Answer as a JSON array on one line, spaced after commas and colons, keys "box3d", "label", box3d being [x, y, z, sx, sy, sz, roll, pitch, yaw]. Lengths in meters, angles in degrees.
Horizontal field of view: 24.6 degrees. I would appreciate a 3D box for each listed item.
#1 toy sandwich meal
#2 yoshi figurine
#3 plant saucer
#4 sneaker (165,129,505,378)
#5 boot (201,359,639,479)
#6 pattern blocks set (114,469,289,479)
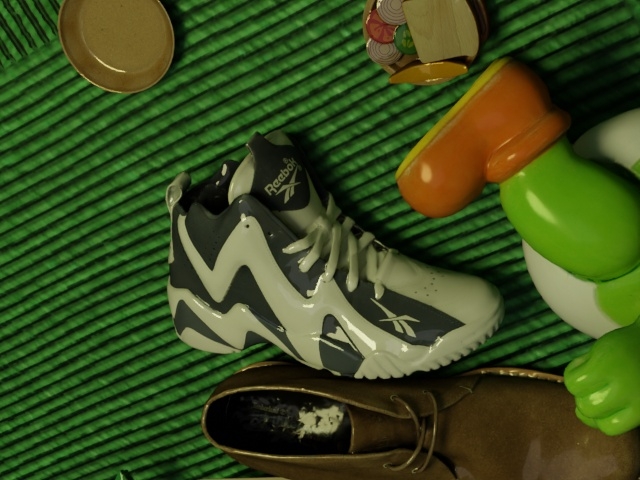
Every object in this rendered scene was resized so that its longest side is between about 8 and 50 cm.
[{"box3d": [0.065, -0.131, 0.916, 0.085, 0.029, 0.086, 7, 118, 14], "label": "toy sandwich meal"}, {"box3d": [0.194, 0.064, 0.877, 0.362, 0.203, 0.203, 40, 148, 2], "label": "yoshi figurine"}, {"box3d": [-0.135, -0.140, 0.982, 0.083, 0.015, 0.083, 7, 118, 13], "label": "plant saucer"}, {"box3d": [0.000, 0.000, 0.965, 0.235, 0.094, 0.153, 7, 127, 25], "label": "sneaker"}, {"box3d": [0.068, 0.136, 0.979, 0.305, 0.115, 0.112, 4, 86, 10], "label": "boot"}, {"box3d": [0.000, 0.239, 1.063, 0.324, 0.026, 0.285, 5, 90, 12], "label": "pattern blocks set"}]
